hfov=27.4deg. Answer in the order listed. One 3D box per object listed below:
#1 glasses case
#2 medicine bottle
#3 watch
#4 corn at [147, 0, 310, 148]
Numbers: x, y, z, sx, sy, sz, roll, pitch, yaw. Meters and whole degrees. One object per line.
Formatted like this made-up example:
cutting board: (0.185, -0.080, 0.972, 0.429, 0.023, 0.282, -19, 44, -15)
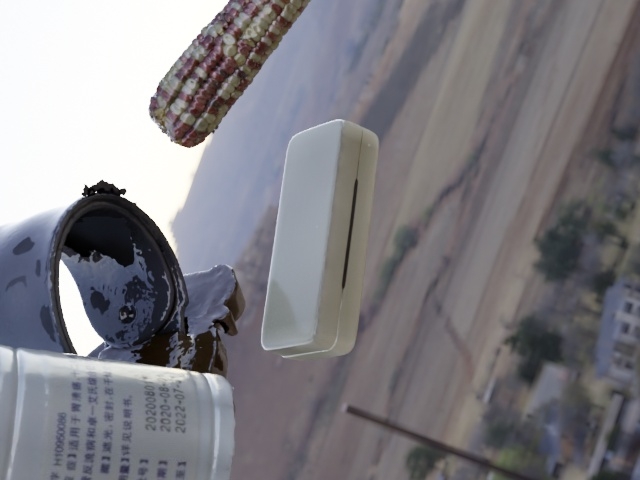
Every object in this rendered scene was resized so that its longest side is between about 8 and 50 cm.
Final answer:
glasses case: (0.000, 0.000, 1.761, 0.131, 0.070, 0.312, -15, 63, 51)
medicine bottle: (-0.269, 0.212, 1.362, 0.190, 0.332, 0.190, -170, 90, -71)
watch: (-0.286, 0.091, 1.667, 0.327, 0.314, 0.335, 56, -147, -34)
corn: (-0.083, -0.194, 1.316, 0.237, 0.079, 0.079, -48, 7, 8)
